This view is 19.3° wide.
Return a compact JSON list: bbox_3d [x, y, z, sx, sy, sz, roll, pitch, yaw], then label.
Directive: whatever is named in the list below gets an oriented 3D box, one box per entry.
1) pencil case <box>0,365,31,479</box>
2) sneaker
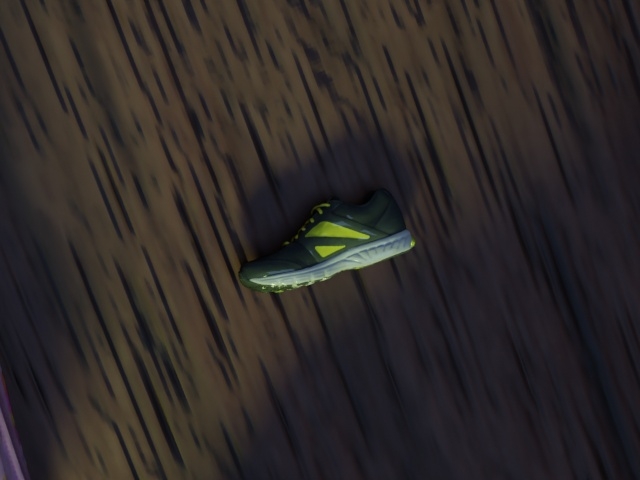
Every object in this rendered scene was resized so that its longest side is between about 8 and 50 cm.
[{"bbox_3d":[-0.178,0.050,0.746,0.124,0.124,0.284,-14,99,-15],"label":"pencil case"},{"bbox_3d":[0.000,0.000,0.846,0.083,0.031,0.035,-16,87,-19],"label":"sneaker"}]
